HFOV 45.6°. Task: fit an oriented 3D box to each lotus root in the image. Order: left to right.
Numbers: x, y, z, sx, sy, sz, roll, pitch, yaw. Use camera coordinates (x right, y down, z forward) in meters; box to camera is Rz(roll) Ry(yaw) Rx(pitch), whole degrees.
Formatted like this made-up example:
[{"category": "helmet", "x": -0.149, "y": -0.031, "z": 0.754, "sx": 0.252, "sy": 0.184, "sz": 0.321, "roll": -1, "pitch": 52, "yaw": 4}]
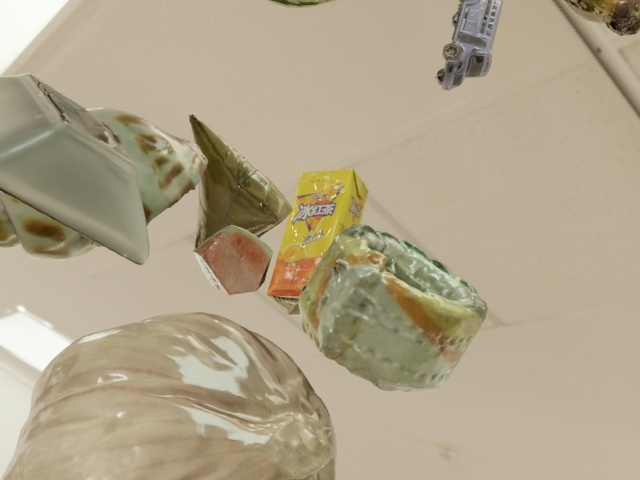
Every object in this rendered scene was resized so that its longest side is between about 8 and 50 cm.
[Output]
[{"category": "lotus root", "x": 0.304, "y": -0.309, "z": 0.814, "sx": 0.139, "sy": 0.214, "sz": 0.138, "roll": 3, "pitch": -32, "yaw": 2}]

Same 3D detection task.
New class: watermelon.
[{"category": "watermelon", "x": -0.105, "y": 0.031, "z": 0.860, "sx": 0.084, "sy": 0.072, "sz": 0.092, "roll": 42, "pitch": -54, "yaw": -1}]

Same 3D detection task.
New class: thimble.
[{"category": "thimble", "x": 0.100, "y": 0.097, "z": 1.120, "sx": 0.254, "sy": 0.167, "sz": 0.288, "roll": 35, "pitch": 13, "yaw": 24}]

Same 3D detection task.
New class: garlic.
[{"category": "garlic", "x": -0.111, "y": 0.197, "z": 0.655, "sx": 0.259, "sy": 0.317, "sz": 0.317, "roll": -20, "pitch": -52, "yaw": 31}]

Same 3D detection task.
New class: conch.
[{"category": "conch", "x": -0.365, "y": -0.078, "z": 1.151, "sx": 0.249, "sy": 0.368, "sz": 0.197, "roll": 33, "pitch": -18, "yaw": 48}]

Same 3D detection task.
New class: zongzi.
[{"category": "zongzi", "x": -0.207, "y": -0.085, "z": 1.420, "sx": 0.256, "sy": 0.115, "sz": 0.228, "roll": 45, "pitch": -51, "yaw": -12}]

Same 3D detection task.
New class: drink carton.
[{"category": "drink carton", "x": 0.000, "y": 0.000, "z": 1.835, "sx": 0.155, "sy": 0.351, "sz": 0.111, "roll": -2, "pitch": -33, "yaw": 29}]

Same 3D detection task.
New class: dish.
[{"category": "dish", "x": -0.252, "y": -0.093, "z": 0.732, "sx": 0.182, "sy": 0.080, "sz": 0.243, "roll": 35, "pitch": 5, "yaw": -41}]

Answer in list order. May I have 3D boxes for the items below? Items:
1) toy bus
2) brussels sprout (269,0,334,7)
[{"category": "toy bus", "x": 0.226, "y": -0.303, "z": 1.143, "sx": 0.076, "sy": 0.167, "sz": 0.073, "roll": 14, "pitch": -22, "yaw": 6}, {"category": "brussels sprout", "x": -0.046, "y": -0.431, "z": 0.911, "sx": 0.344, "sy": 0.344, "sz": 0.268, "roll": 34, "pitch": -74, "yaw": -13}]
